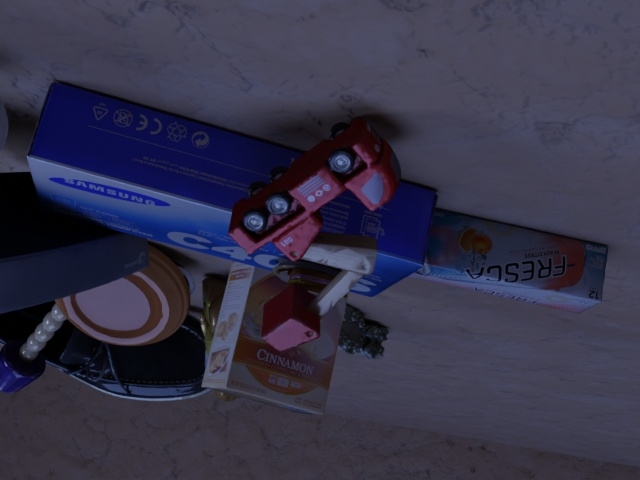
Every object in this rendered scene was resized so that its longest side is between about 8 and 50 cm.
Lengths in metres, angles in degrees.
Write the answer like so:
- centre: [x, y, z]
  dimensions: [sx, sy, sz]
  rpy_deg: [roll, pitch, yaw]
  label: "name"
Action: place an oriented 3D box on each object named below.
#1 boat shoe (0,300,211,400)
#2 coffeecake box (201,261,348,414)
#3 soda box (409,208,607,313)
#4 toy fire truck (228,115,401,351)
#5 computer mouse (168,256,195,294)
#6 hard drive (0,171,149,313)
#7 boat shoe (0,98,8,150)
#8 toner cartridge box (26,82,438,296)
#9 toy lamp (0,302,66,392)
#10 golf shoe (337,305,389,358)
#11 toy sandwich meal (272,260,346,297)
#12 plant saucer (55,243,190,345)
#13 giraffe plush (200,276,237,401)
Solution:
- centre: [-0.398, 0.160, 1.494]
  dimensions: [0.500, 0.186, 0.156]
  rpy_deg: [21, 168, -11]
  label: "boat shoe"
- centre: [-0.050, 0.107, 1.054]
  dimensions: [0.142, 0.185, 0.068]
  rpy_deg: [22, 161, -30]
  label: "coffeecake box"
- centre: [0.179, 0.021, 0.830]
  dimensions: [0.183, 0.058, 0.063]
  rpy_deg: [12, 164, 0]
  label: "soda box"
- centre: [0.000, 0.000, 0.699]
  dimensions: [0.192, 0.047, 0.135]
  rpy_deg: [-33, 119, 23]
  label: "toy fire truck"
- centre: [-0.273, 0.045, 1.227]
  dimensions: [0.193, 0.042, 0.106]
  rpy_deg: [9, 126, 0]
  label: "computer mouse"
- centre: [-0.300, -0.007, 0.836]
  dimensions: [0.172, 0.054, 0.255]
  rpy_deg: [32, -156, 21]
  label: "hard drive"
- centre: [-0.393, -0.133, 0.653]
  dimensions: [0.301, 0.108, 0.102]
  rpy_deg: [23, 161, -24]
  label: "boat shoe"
- centre: [-0.084, -0.036, 0.801]
  dimensions: [0.348, 0.075, 0.165]
  rpy_deg: [15, 162, -9]
  label: "toner cartridge box"
- centre: [-0.430, 0.141, 1.348]
  dimensions: [0.080, 0.080, 0.274]
  rpy_deg: [25, 120, -37]
  label: "toy lamp"
- centre: [0.033, 0.143, 1.331]
  dimensions: [0.086, 0.069, 0.176]
  rpy_deg: [9, 163, 32]
  label: "golf shoe"
- centre: [-0.009, 0.044, 0.823]
  dimensions: [0.086, 0.029, 0.085]
  rpy_deg: [11, 163, 3]
  label: "toy sandwich meal"
- centre: [-0.285, 0.080, 1.205]
  dimensions: [0.200, 0.037, 0.199]
  rpy_deg: [3, 128, 4]
  label: "plant saucer"
- centre: [-0.088, 0.151, 1.315]
  dimensions: [0.171, 0.181, 0.210]
  rpy_deg: [-6, 156, -14]
  label: "giraffe plush"
